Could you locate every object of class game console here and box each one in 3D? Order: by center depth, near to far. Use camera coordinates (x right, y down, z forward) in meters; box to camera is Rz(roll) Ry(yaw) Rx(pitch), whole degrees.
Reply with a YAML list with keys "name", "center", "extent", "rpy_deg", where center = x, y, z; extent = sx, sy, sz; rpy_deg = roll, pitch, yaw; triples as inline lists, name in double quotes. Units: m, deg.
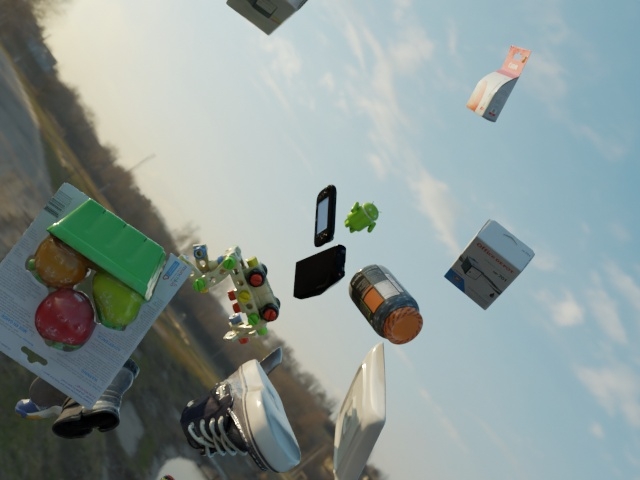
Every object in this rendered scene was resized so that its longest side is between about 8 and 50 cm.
- name: "game console"
  center: [0.000, 0.000, 2.304]
  extent: [0.044, 0.361, 0.213]
  rpy_deg: [21, -30, -34]

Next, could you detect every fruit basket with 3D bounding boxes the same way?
- name: "fruit basket"
  center: [-0.496, 0.110, 1.510]
  extent: [0.327, 0.353, 0.165]
  rpy_deg: [34, -8, -1]

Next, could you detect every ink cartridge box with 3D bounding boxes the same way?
- name: "ink cartridge box"
  center: [-0.051, -0.517, 1.349]
  extent: [0.119, 0.207, 0.353]
  rpy_deg: [36, -4, -16]
- name: "ink cartridge box"
  center: [0.420, -0.379, 1.745]
  extent: [0.045, 0.179, 0.145]
  rpy_deg: [19, 17, -11]
- name: "ink cartridge box"
  center: [0.409, 0.061, 1.794]
  extent: [0.140, 0.082, 0.190]
  rpy_deg: [40, -36, 11]

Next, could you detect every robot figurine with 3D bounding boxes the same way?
- name: "robot figurine"
  center: [0.127, -0.071, 2.228]
  extent: [0.101, 0.115, 0.067]
  rpy_deg: [50, 17, -20]

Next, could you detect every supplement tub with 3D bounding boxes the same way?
- name: "supplement tub"
  center: [0.150, 0.147, 1.675]
  extent: [0.117, 0.117, 0.190]
  rpy_deg: [62, -5, -37]

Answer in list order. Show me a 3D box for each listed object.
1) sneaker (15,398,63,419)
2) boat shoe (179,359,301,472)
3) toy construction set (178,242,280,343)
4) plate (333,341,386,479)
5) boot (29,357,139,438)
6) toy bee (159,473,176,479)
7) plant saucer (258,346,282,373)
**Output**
- name: "sneaker"
  center: [-0.878, 0.517, 2.419]
  extent: [0.112, 0.296, 0.131]
  rpy_deg: [-2, 86, -70]
- name: "boat shoe"
  center: [-0.136, 0.305, 1.162]
  extent: [0.127, 0.158, 0.340]
  rpy_deg: [59, -4, -8]
- name: "toy construction set"
  center: [-0.228, 0.147, 1.931]
  extent: [0.151, 0.215, 0.327]
  rpy_deg: [-97, 167, -59]
- name: "plate"
  center: [0.083, 0.408, 1.676]
  extent: [0.045, 0.277, 0.278]
  rpy_deg: [17, 30, -5]
- name: "boot"
  center: [-0.650, 0.418, 1.906]
  extent: [0.222, 0.338, 0.118]
  rpy_deg: [-79, 146, -57]
- name: "toy bee"
  center: [-0.287, 0.676, 1.704]
  extent: [0.298, 0.195, 0.162]
  rpy_deg: [22, 5, 8]
- name: "plant saucer"
  center: [-0.179, 0.390, 2.150]
  extent: [0.036, 0.198, 0.198]
  rpy_deg: [48, -12, 7]
